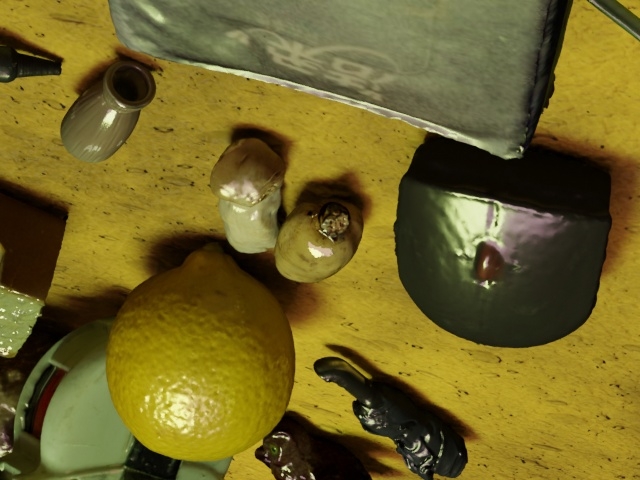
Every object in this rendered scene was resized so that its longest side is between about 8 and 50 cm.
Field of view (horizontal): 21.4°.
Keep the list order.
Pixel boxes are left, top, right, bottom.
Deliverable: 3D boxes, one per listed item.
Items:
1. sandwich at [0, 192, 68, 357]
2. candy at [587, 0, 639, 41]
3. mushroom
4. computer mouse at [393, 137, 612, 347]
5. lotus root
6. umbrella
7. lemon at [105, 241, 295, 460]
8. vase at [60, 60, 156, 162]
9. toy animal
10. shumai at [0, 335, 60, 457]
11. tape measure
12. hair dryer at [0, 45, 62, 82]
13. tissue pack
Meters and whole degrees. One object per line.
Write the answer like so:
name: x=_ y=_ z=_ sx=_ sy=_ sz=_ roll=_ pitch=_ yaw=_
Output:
sandwich: x=-0.362 y=0.001 z=1.601 sx=0.235 sy=0.128 sz=0.122 roll=23 pitch=146 yaw=-17
candy: x=0.229 y=-0.126 z=1.089 sx=0.305 sy=0.083 sz=0.091 roll=34 pitch=152 yaw=-18
mushroom: x=-0.061 y=-0.028 z=1.461 sx=0.059 sy=0.054 sz=0.202 roll=12 pitch=159 yaw=3
computer mouse: x=0.145 y=0.022 z=1.389 sx=0.170 sy=0.100 sz=0.269 roll=9 pitch=154 yaw=8
lotus root: x=0.000 y=0.000 z=1.460 sx=0.072 sy=0.063 sz=0.152 roll=-3 pitch=161 yaw=-14
umbrella: x=0.079 y=0.192 z=1.811 sx=0.071 sy=0.071 sz=0.248 roll=-5 pitch=146 yaw=36
lemon: x=-0.116 y=0.116 z=1.635 sx=0.187 sy=0.187 sz=0.244 roll=13 pitch=123 yaw=5
vase: x=-0.170 y=-0.105 z=1.360 sx=0.053 sy=0.053 sz=0.100 roll=24 pitch=150 yaw=-18
toy animal: x=0.000 y=0.268 z=2.011 sx=0.218 sy=0.116 sz=0.179 roll=26 pitch=144 yaw=56
shumai: x=-0.421 y=0.199 z=1.927 sx=0.283 sy=0.217 sz=0.346 roll=17 pitch=157 yaw=-6
tape measure: x=-0.204 y=0.206 z=1.777 sx=0.243 sy=0.246 sz=0.125 roll=19 pitch=179 yaw=-34
hair dryer: x=-0.312 y=-0.130 z=1.342 sx=0.195 sy=0.050 sz=0.173 roll=14 pitch=130 yaw=-24
tissue pack: x=0.015 y=-0.218 z=0.928 sx=0.288 sy=0.124 sz=0.394 roll=19 pitch=155 yaw=8
